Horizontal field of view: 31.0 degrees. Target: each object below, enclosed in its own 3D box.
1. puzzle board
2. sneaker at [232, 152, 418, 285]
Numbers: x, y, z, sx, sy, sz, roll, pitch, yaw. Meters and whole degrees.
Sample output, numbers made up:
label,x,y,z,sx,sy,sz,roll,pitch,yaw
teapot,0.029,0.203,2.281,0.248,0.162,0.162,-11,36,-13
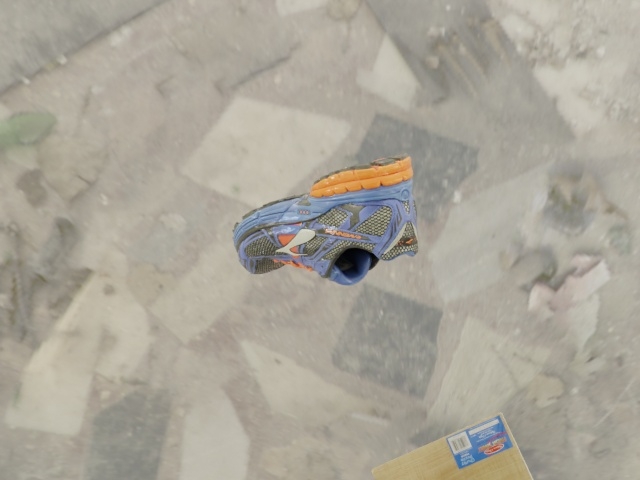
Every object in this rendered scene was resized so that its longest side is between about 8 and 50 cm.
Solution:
label,x,y,z,sx,sy,sz,roll,pitch,yaw
puzzle board,0.119,0.216,0.985,0.128,0.011,0.096,-28,76,16
sneaker,0.000,0.000,0.953,0.083,0.221,0.087,-14,84,-35
